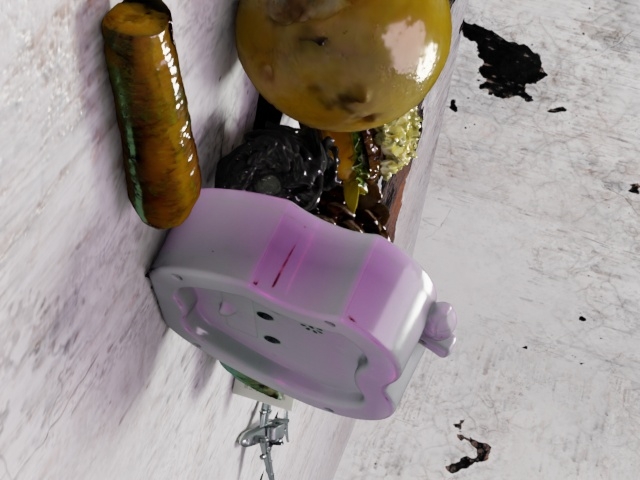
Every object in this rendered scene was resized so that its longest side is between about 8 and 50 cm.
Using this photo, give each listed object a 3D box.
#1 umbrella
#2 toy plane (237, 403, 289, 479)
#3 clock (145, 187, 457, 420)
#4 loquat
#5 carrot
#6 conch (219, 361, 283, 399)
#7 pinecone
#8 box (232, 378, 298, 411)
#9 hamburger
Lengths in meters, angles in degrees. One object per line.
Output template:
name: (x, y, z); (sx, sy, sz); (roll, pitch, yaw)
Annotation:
umbrella: (-0.054, -0.066, 1.493); (0.154, 0.128, 0.336); (-45, -177, -3)
toy plane: (-0.092, 0.327, 2.156); (0.226, 0.058, 0.225); (-10, 100, -80)
clock: (-0.018, 0.078, 1.340); (0.338, 0.339, 0.102); (86, 27, -65)
loquat: (0.028, -0.230, 1.354); (0.244, 0.244, 0.243); (16, 90, -81)
carrot: (-0.144, -0.102, 1.071); (0.260, 0.070, 0.070); (89, 20, -54)
conch: (-0.068, 0.112, 1.671); (0.176, 0.122, 0.188); (7, 114, -61)
pinecone: (0.001, -0.006, 1.781); (0.204, 0.179, 0.184); (-43, 134, -52)
box: (-0.070, 0.172, 1.879); (0.048, 0.100, 0.152); (-59, 163, -67)
hamburger: (0.043, -0.182, 1.599); (0.243, 0.139, 0.261); (82, -13, -49)
